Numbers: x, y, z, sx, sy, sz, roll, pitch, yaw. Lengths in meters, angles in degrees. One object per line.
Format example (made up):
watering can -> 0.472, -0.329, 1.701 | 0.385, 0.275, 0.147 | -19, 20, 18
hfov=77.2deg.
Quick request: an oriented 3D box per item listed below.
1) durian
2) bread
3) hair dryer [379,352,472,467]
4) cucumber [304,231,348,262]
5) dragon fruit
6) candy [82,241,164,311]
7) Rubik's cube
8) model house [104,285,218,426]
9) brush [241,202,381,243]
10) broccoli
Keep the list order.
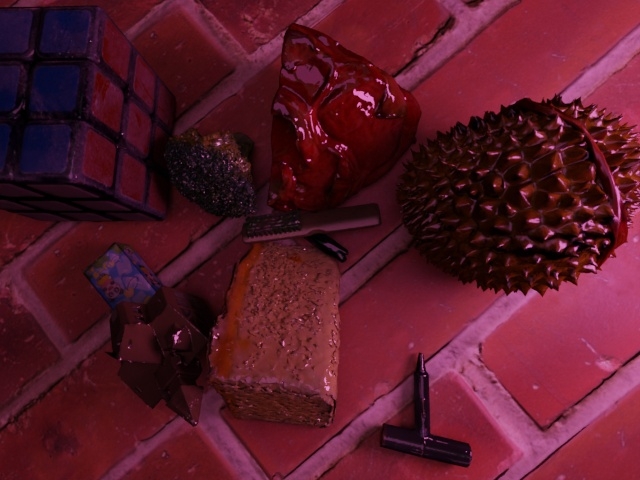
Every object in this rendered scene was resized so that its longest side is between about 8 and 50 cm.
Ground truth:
durian -> 0.335, -0.075, 0.692 | 0.385, 0.348, 0.347 | -25, 83, 34
bread -> -0.078, 0.198, 0.818 | 0.249, 0.278, 0.315 | 6, 43, 4
hair dryer -> 0.221, 0.330, 0.795 | 0.174, 0.050, 0.194 | 13, 83, 3
cucumber -> -0.001, 0.001, 0.826 | 0.135, 0.034, 0.033 | 36, 122, 23
dragon fruit -> 0.029, -0.190, 0.759 | 0.286, 0.228, 0.329 | 25, 86, 4
candy -> -0.398, 0.106, 0.850 | 0.097, 0.062, 0.194 | -42, 83, -1
Rubik's cube -> -0.483, -0.209, 0.753 | 0.302, 0.303, 0.304 | 2, 79, 5
model house -> -0.275, 0.223, 0.713 | 0.180, 0.176, 0.248 | -52, 48, 9
brush -> -0.020, -0.040, 0.808 | 0.283, 0.048, 0.054 | -7, 63, 1
broccoli -> -0.201, -0.152, 0.817 | 0.220, 0.194, 0.194 | 32, 88, -12
